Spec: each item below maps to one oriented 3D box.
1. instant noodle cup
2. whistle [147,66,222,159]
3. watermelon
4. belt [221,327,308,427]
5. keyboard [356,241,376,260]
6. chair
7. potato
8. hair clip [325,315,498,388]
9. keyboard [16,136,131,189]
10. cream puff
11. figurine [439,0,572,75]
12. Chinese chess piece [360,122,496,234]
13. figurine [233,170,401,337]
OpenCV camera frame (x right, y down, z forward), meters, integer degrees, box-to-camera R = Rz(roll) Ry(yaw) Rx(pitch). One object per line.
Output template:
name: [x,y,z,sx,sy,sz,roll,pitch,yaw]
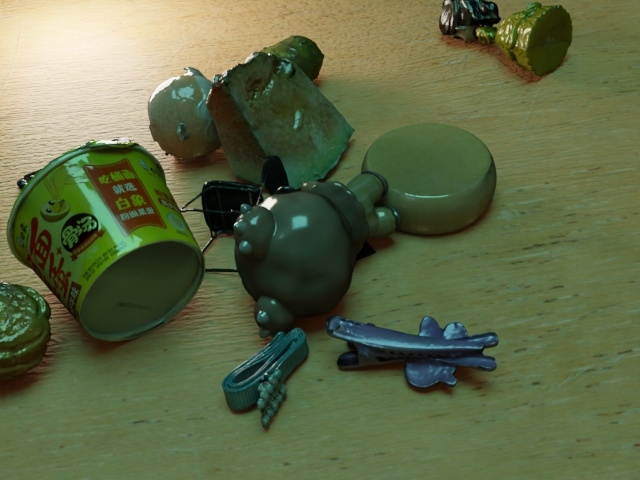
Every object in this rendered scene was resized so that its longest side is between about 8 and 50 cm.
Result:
instant noodle cup: [-0.349,0.012,1.592,0.311,0.311,0.221,-26,56,-24]
whistle: [-0.271,-0.294,2.029,0.189,0.189,0.348,-3,29,0]
watermelon: [-0.099,-0.254,1.955,0.151,0.302,0.264,-18,24,47]
belt: [-0.073,0.211,1.506,0.100,0.065,0.179,17,44,36]
keyboard: [0.027,-0.025,1.805,0.074,0.015,0.196,-24,48,-18]
chair: [-0.154,-0.059,1.768,0.145,0.140,0.221,4,37,14]
potato: [-0.098,-0.390,2.170,0.149,0.113,0.251,33,60,25]
hair clip: [0.147,0.172,1.526,0.278,0.090,0.137,9,46,7]
keyboard: [-0.509,-0.153,1.985,0.262,0.016,0.106,-27,46,-25]
cream puff: [-0.540,0.157,1.544,0.189,0.129,0.189,5,43,-5]
figurine: [0.427,-0.512,2.274,0.315,0.168,0.187,23,57,40]
Chinese chess piece: [0.214,-0.126,1.849,0.273,0.102,0.273,-2,42,2]
figurine: [0.000,0.000,1.640,0.203,0.248,0.380,12,31,37]
